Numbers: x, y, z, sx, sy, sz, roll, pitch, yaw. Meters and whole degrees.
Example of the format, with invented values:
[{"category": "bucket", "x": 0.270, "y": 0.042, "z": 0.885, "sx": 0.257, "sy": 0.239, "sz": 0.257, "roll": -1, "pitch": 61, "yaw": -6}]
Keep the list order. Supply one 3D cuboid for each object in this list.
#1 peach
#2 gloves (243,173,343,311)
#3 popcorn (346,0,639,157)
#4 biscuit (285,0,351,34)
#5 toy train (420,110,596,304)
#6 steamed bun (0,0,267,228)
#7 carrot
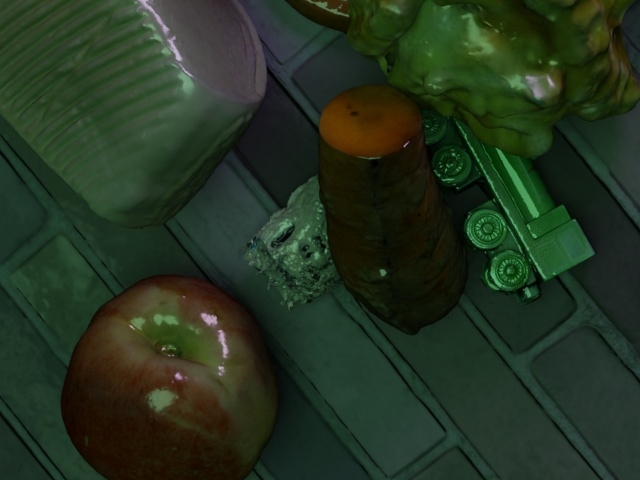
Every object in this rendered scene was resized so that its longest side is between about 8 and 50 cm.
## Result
[{"category": "peach", "x": -0.152, "y": 0.167, "z": 1.810, "sx": 0.232, "sy": 0.256, "sz": 0.232, "roll": 0, "pitch": 56, "yaw": 0}, {"category": "gloves", "x": -0.001, "y": 0.000, "z": 1.815, "sx": 0.153, "sy": 0.070, "sz": 0.114, "roll": -42, "pitch": 92, "yaw": 1}, {"category": "popcorn", "x": 0.167, "y": -0.224, "z": 1.621, "sx": 0.279, "sy": 0.335, "sz": 0.274, "roll": -5, "pitch": 70, "yaw": 7}, {"category": "biscuit", "x": 0.048, "y": -0.342, "z": 1.775, "sx": 0.262, "sy": 0.037, "sz": 0.262, "roll": 2, "pitch": 98, "yaw": 12}, {"category": "toy train", "x": 0.180, "y": -0.058, "z": 1.766, "sx": 0.119, "sy": 0.085, "sz": 0.251, "roll": -28, "pitch": 87, "yaw": -2}, {"category": "steamed bun", "x": -0.218, "y": -0.216, "z": 1.756, "sx": 0.247, "sy": 0.236, "sz": 0.383, "roll": -45, "pitch": 81, "yaw": 25}, {"category": "carrot", "x": 0.066, "y": -0.027, "z": 1.687, "sx": 0.139, "sy": 0.138, "sz": 0.302, "roll": -1, "pitch": 141, "yaw": 13}]
